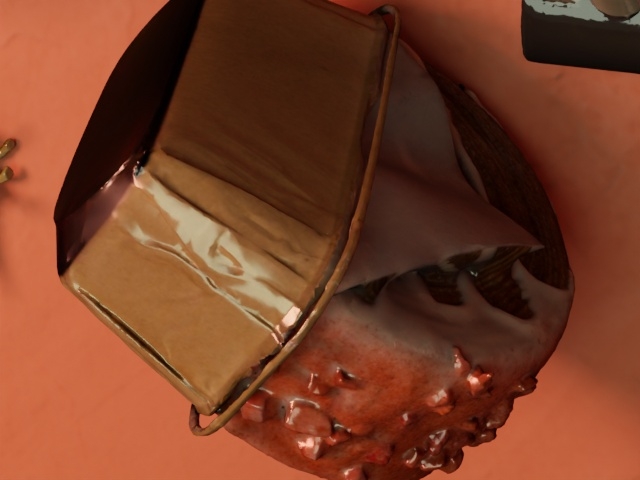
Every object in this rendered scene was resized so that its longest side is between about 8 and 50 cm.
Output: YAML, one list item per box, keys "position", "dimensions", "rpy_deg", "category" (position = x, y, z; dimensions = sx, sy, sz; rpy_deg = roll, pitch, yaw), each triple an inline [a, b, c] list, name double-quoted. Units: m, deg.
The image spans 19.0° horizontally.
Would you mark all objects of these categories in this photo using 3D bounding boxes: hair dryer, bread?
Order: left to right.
- position: [0.000, 0.000, 0.811]
  dimensions: [0.212, 0.224, 0.142]
  rpy_deg: [34, 126, -17]
  category: "bread"
- position: [0.117, -0.110, 0.741]
  dimensions: [0.100, 0.197, 0.057]
  rpy_deg: [7, 83, 18]
  category: "hair dryer"

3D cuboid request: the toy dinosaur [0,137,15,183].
- position: [-0.174, -0.026, 0.963]
  dimensions: [0.041, 0.026, 0.113]
  rpy_deg: [-3, 99, 28]
  category: "toy dinosaur"
